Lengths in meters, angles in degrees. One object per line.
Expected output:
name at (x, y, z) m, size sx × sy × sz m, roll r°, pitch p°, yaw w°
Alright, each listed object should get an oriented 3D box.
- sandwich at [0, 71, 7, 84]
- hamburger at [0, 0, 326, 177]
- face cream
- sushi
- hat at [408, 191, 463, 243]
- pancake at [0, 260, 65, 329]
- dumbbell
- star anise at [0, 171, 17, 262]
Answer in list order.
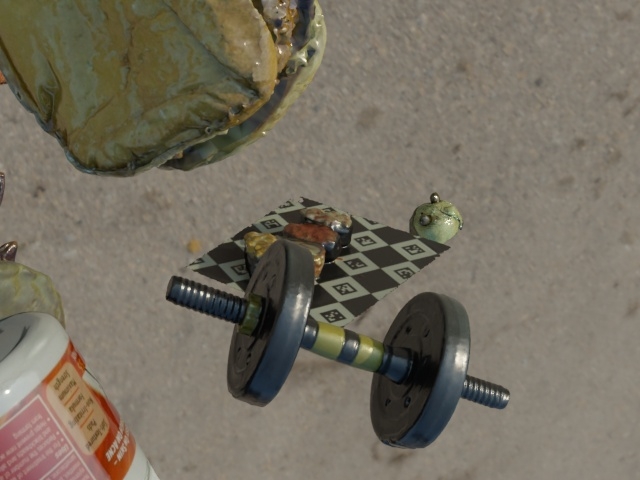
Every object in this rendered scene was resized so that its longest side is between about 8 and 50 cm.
sandwich at (-0.410, -0.240, 1.340) m, size 0.069 × 0.026 × 0.101 m, roll 15°, pitch 99°, yaw -53°
hamburger at (-0.138, -0.185, 0.868) m, size 0.144 × 0.283 × 0.260 m, roll -42°, pitch 114°, yaw -48°
face cream at (-0.252, 0.183, 0.809) m, size 0.201 × 0.201 × 0.187 m, roll -29°, pitch 107°, yaw -3°
sushi at (0.000, 0.000, 1.392) m, size 0.290 × 0.264 × 0.050 m, roll -33°, pitch 136°, yaw -50°
hat at (0.177, -0.035, 1.597) m, size 0.077 × 0.076 × 0.059 m, roll -40°, pitch 133°, yaw -29°
pancake at (-0.364, 0.149, 1.023) m, size 0.294 × 0.049 × 0.294 m, roll -42°, pitch 149°, yaw -33°
dumbbell at (0.022, 0.092, 0.885) m, size 0.325 × 0.143 × 0.143 m, roll 19°, pitch 123°, yaw -16°
star anise at (-0.529, 0.031, 1.599) m, size 0.177 × 0.234 × 0.073 m, roll -23°, pitch 164°, yaw 28°
